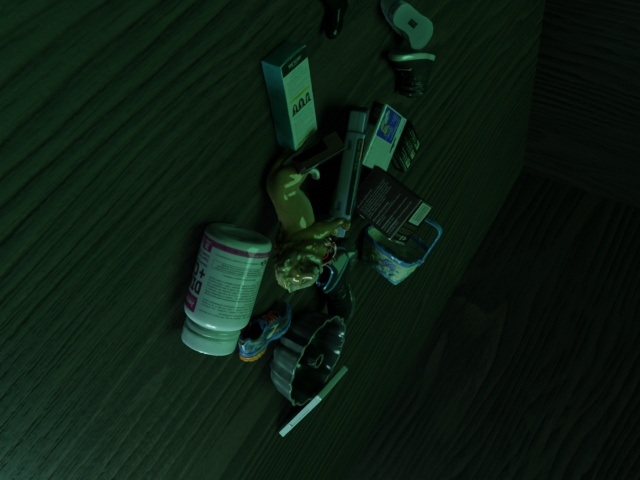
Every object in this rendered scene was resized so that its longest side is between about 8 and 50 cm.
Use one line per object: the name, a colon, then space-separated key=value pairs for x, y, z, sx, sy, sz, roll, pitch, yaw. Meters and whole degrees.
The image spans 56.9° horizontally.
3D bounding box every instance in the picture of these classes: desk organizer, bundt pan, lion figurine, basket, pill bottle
desk organizer: x=-0.005 y=-0.219 z=1.480 sx=0.130 sy=0.050 sz=0.047 roll=-33 pitch=-179 yaw=-21
bundt pan: x=-0.052 y=0.377 z=1.982 sx=0.331 sy=0.124 sz=0.331 roll=-43 pitch=147 yaw=-38
lion figurine: x=-0.063 y=-0.079 z=1.535 sx=0.240 sy=0.142 sz=0.392 roll=-23 pitch=95 yaw=-29
basket: x=0.290 y=0.002 z=2.168 sx=0.201 sy=0.254 sz=0.289 roll=-26 pitch=145 yaw=-50
pill bottle: x=-0.228 y=0.114 z=1.392 sx=0.160 sy=0.160 sz=0.283 roll=-4 pitch=115 yaw=-61

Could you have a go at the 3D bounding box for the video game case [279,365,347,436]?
video game case: x=-0.026 y=0.590 z=2.168 sx=0.285 sy=0.025 sz=0.204 roll=-52 pitch=170 yaw=35

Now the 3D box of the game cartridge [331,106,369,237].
game cartridge: x=0.090 y=-0.203 z=1.715 sx=0.230 sy=0.068 sz=0.355 roll=-79 pitch=178 yaw=-73

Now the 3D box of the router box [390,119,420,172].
router box: x=0.300 y=-0.340 z=2.137 sx=0.133 sy=0.046 sz=0.179 roll=-62 pitch=153 yaw=-7

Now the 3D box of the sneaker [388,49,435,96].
sneaker: x=0.288 y=-0.529 z=1.888 sx=0.295 sy=0.104 sz=0.147 roll=-25 pitch=127 yaw=-60

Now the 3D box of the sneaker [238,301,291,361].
sneaker: x=-0.160 y=0.254 z=1.732 sx=0.221 sy=0.083 sz=0.087 roll=-50 pitch=142 yaw=-37

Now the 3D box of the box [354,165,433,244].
box: x=0.238 y=-0.115 z=1.989 sx=0.167 sy=0.203 sz=0.168 roll=-53 pitch=155 yaw=11

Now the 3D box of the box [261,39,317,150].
box: x=-0.071 y=-0.344 z=1.421 sx=0.100 sy=0.060 sz=0.244 roll=-50 pitch=150 yaw=-31

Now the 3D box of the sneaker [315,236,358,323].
sneaker: x=0.037 y=0.150 z=2.000 sx=0.139 sy=0.125 sz=0.341 roll=-24 pitch=127 yaw=-34

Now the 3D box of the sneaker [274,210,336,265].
sneaker: x=-0.001 y=0.001 z=1.742 sx=0.270 sy=0.145 sz=0.090 roll=-29 pitch=137 yaw=-51

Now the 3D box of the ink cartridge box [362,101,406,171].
ink cartridge box: x=0.200 y=-0.334 z=1.954 sx=0.208 sy=0.045 sz=0.206 roll=8 pitch=105 yaw=-63

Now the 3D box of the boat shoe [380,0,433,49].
boat shoe: x=0.257 y=-0.654 z=1.751 sx=0.095 sy=0.084 sz=0.258 roll=-45 pitch=155 yaw=13

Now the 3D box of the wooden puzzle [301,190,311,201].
wooden puzzle: x=-0.063 y=-0.098 z=1.693 sx=0.116 sy=0.014 sz=0.078 roll=-51 pitch=150 yaw=-27

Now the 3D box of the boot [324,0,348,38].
boot: x=0.028 y=-0.569 z=1.439 sx=0.121 sy=0.045 sz=0.099 roll=-70 pitch=157 yaw=-8
